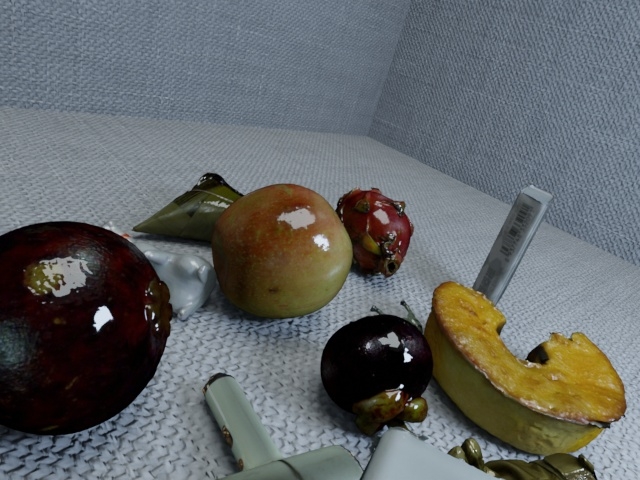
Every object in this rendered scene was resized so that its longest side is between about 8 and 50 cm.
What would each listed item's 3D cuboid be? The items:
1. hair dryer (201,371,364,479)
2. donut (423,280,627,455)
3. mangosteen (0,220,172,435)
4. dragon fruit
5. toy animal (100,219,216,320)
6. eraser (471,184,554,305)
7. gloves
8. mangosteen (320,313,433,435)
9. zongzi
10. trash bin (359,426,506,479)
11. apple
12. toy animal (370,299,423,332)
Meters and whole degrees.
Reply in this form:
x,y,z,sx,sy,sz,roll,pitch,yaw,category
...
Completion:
x,y,z,sx,sy,sz,roll,pitch,yaw,category
-0.105,0.310,0.680,0.203,0.128,0.362,0,22,-34,hair dryer
0.415,0.287,1.002,0.435,0.163,0.377,26,27,14,donut
-0.402,0.126,0.658,0.359,0.306,0.306,-7,28,-4,mangosteen
0.164,-0.032,1.404,0.250,0.250,0.315,6,17,-22,dragon fruit
-0.371,0.065,0.987,0.282,0.140,0.138,19,15,-3,toy animal
0.528,0.045,1.293,0.082,0.397,0.213,29,26,25,eraser
0.287,0.398,0.700,0.331,0.141,0.154,8,41,-24,gloves
0.113,0.262,0.838,0.211,0.211,0.250,1,60,-32,mangosteen
-0.302,-0.026,1.259,0.289,0.154,0.317,32,48,22,zongzi
0.083,0.390,0.377,0.296,0.256,0.368,21,37,14,trash bin
-0.100,0.028,1.037,0.277,0.319,0.319,-21,40,-25,apple
0.193,0.226,1.093,0.217,0.073,0.176,-4,37,-48,toy animal
